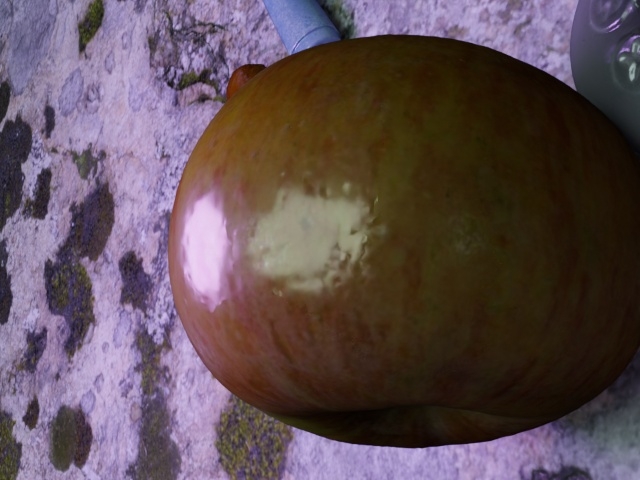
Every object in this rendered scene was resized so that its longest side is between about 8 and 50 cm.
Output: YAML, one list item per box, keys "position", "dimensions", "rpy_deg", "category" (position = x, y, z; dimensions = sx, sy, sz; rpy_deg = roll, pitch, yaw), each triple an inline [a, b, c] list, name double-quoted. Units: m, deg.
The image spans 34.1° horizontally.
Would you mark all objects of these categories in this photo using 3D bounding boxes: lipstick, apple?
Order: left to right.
- position: [0.001, -0.230, 1.299]
  dimensions: [0.068, 0.061, 0.274]
  rpy_deg: [-37, 57, 15]
  category: "lipstick"
- position: [0.071, -0.004, 0.889]
  dimensions: [0.400, 0.400, 0.333]
  rpy_deg: [-27, 55, 48]
  category: "apple"

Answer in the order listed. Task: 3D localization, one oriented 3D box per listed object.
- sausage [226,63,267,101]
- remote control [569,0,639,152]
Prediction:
- position: [-0.102, -0.106, 1.342]
  dimensions: [0.103, 0.076, 0.302]
  rpy_deg: [1, 58, 26]
  category: "sausage"
- position: [0.313, -0.230, 0.846]
  dimensions: [0.221, 0.103, 0.332]
  rpy_deg: [25, 101, 50]
  category: "remote control"
